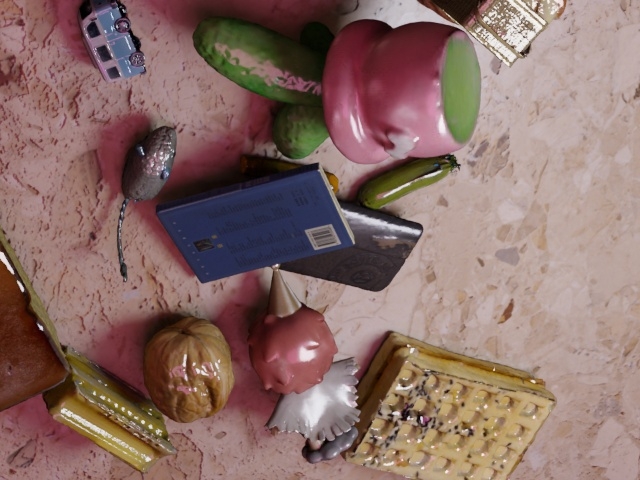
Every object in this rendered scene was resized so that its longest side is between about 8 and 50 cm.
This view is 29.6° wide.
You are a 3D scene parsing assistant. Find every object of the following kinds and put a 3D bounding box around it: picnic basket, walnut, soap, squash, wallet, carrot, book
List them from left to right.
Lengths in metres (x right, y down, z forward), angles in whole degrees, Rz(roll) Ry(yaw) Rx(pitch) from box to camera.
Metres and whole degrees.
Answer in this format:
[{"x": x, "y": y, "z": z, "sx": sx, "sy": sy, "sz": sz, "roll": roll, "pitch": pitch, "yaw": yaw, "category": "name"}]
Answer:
[{"x": -0.354, "y": 0.286, "z": 2.017, "sx": 0.076, "sy": 0.135, "sz": 0.233, "roll": -45, "pitch": 125, "yaw": 10, "category": "soap"}, {"x": -0.217, "y": 0.222, "z": 2.020, "sx": 0.155, "sy": 0.155, "sz": 0.184, "roll": -14, "pitch": 126, "yaw": -11, "category": "walnut"}, {"x": -0.100, "y": -0.024, "z": 1.908, "sx": 0.269, "sy": 0.025, "sz": 0.191, "roll": -14, "pitch": 138, "yaw": 12, "category": "book"}, {"x": -0.051, "y": -0.104, "z": 1.940, "sx": 0.170, "sy": 0.042, "sz": 0.042, "roll": 11, "pitch": 116, "yaw": -25, "category": "carrot"}, {"x": 0.000, "y": 0.000, "z": 2.005, "sx": 0.321, "sy": 0.044, "sz": 0.170, "roll": 14, "pitch": 130, "yaw": -26, "category": "wallet"}, {"x": 0.146, "y": -0.100, "z": 2.008, "sx": 0.183, "sy": 0.052, "sz": 0.052, "roll": -22, "pitch": 125, "yaw": -4, "category": "squash"}, {"x": 0.229, "y": -0.322, "z": 1.685, "sx": 0.115, "sy": 0.164, "sz": 0.079, "roll": 34, "pitch": 103, "yaw": -32, "category": "picnic basket"}]

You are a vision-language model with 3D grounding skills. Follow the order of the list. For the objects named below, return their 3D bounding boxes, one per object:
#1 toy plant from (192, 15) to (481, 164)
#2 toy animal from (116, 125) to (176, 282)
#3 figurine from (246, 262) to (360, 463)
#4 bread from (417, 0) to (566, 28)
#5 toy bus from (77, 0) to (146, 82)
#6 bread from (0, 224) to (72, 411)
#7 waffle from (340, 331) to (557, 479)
[{"x": 0.038, "y": -0.230, "z": 1.733, "sx": 0.317, "sy": 0.356, "sz": 0.211, "roll": 48, "pitch": 58, "yaw": -52, "category": "toy plant"}, {"x": -0.282, "y": -0.066, "z": 1.859, "sx": 0.070, "sy": 0.079, "sz": 0.253, "roll": 22, "pitch": 111, "yaw": -6, "category": "toy animal"}, {"x": -0.045, "y": 0.209, "z": 2.069, "sx": 0.207, "sy": 0.166, "sz": 0.387, "roll": -34, "pitch": 119, "yaw": -20, "category": "figurine"}, {"x": 0.262, "y": -0.397, "z": 1.822, "sx": 0.244, "sy": 0.123, "sz": 0.190, "roll": 24, "pitch": 109, "yaw": -32, "category": "bread"}, {"x": -0.301, "y": -0.290, "z": 1.725, "sx": 0.074, "sy": 0.060, "sz": 0.123, "roll": -21, "pitch": 128, "yaw": -2, "category": "toy bus"}, {"x": -0.591, "y": 0.135, "z": 1.835, "sx": 0.333, "sy": 0.143, "sz": 0.324, "roll": -24, "pitch": 126, "yaw": -5, "category": "bread"}, {"x": 0.235, "y": 0.330, "z": 2.269, "sx": 0.376, "sy": 0.114, "sz": 0.261, "roll": 20, "pitch": 113, "yaw": -28, "category": "waffle"}]
